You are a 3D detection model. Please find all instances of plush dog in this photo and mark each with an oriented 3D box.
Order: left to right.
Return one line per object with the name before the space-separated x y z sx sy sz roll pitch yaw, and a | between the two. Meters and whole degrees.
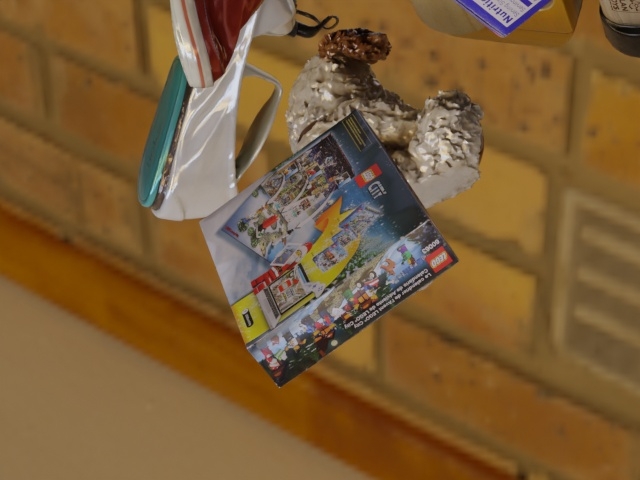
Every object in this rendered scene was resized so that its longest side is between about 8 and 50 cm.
plush dog | 0.029 -0.091 1.988 0.211 0.262 0.225 -3 -130 -18

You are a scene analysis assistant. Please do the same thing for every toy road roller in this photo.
toy road roller | 0.252 -0.345 2.027 0.329 0.202 0.240 6 -114 21

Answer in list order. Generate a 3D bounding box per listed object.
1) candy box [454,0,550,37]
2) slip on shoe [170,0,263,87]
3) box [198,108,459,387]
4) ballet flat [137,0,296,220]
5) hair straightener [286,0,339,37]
candy box | 0.190 -0.355 1.498 0.317 0.122 0.268 -38 -136 21
slip on shoe | -0.070 -0.275 1.818 0.101 0.123 0.331 3 -132 15
box | 0.000 0.000 1.461 0.159 0.044 0.233 -35 -154 4
ballet flat | -0.097 -0.205 2.078 0.139 0.400 0.139 12 -159 -5
hair straightener | -0.087 -0.281 2.170 0.230 0.047 0.089 17 -150 7
